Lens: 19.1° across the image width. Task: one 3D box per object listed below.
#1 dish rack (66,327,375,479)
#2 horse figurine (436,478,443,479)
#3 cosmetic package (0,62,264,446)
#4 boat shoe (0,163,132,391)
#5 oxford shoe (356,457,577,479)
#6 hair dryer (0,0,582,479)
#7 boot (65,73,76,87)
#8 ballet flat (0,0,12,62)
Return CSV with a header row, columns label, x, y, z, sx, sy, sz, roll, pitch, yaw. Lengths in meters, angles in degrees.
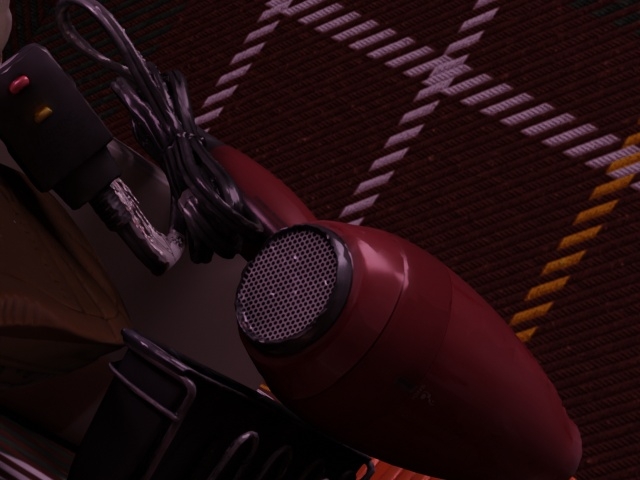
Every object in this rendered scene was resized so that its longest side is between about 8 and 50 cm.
label,x,y,z,sx,sy,sz,roll,pitch,yaw
dish rack,0.045,0.144,0.684,0.271,0.074,0.208,32,-1,23
horse figurine,0.120,0.196,0.865,0.174,0.066,0.263,48,-12,-14
cosmetic package,-0.163,-0.016,0.852,0.296,0.129,0.153,35,-1,-36
boat shoe,-0.155,0.015,0.600,0.105,0.089,0.285,60,12,21
oxford shoe,0.115,0.200,1.082,0.363,0.130,0.133,23,-40,34
hair dryer,0.000,0.000,0.769,0.293,0.080,0.223,44,14,-6
boot,-0.141,0.026,1.135,0.236,0.085,0.179,-95,163,-55
ballet flat,-0.173,-0.146,0.908,0.079,0.077,0.221,41,-41,33
